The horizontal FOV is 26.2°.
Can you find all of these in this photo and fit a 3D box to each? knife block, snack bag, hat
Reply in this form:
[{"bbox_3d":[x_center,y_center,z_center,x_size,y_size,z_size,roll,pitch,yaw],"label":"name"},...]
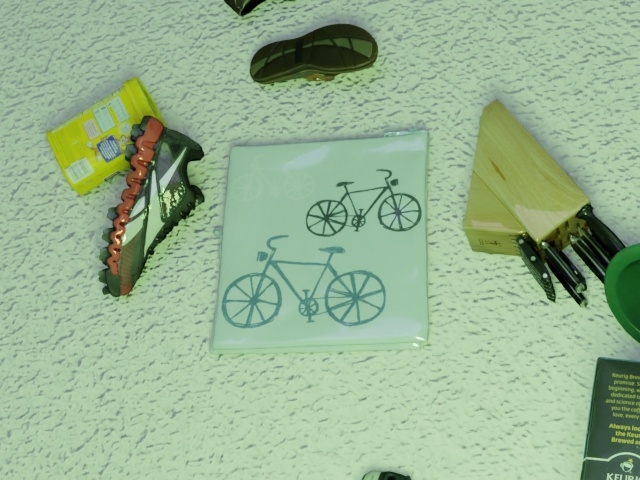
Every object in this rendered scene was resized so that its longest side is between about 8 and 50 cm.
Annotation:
[{"bbox_3d":[0.328,-0.050,1.902,0.242,0.088,0.276,5,68,17],"label":"knife block"},{"bbox_3d":[0.000,0.000,2.003,0.323,0.037,0.343,-4,67,14],"label":"snack bag"},{"bbox_3d":[0.507,0.047,1.827,0.208,0.173,0.183,43,49,8],"label":"hat"}]

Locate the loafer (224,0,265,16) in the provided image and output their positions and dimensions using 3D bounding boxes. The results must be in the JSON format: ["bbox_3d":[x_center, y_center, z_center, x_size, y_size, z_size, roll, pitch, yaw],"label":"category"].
[{"bbox_3d":[-0.055,-0.420,2.184,0.220,0.080,0.078,-27,72,9],"label":"loafer"}]

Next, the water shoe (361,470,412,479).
[{"bbox_3d":[0.083,0.398,1.786,0.080,0.073,0.203,1,68,14],"label":"water shoe"}]

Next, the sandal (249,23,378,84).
[{"bbox_3d":[-0.006,-0.274,2.115,0.219,0.060,0.090,-11,58,27],"label":"sandal"}]

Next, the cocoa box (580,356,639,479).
[{"bbox_3d":[0.492,0.290,1.625,0.347,0.231,0.228,5,68,18],"label":"cocoa box"}]

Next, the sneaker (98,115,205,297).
[{"bbox_3d":[-0.247,-0.041,2.050,0.135,0.097,0.276,16,88,-7],"label":"sneaker"}]

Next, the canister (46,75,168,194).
[{"bbox_3d":[-0.330,-0.162,2.146,0.170,0.073,0.126,-30,63,3],"label":"canister"}]
